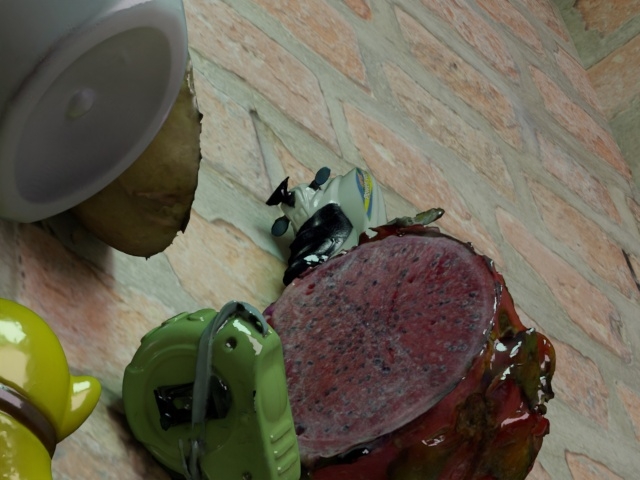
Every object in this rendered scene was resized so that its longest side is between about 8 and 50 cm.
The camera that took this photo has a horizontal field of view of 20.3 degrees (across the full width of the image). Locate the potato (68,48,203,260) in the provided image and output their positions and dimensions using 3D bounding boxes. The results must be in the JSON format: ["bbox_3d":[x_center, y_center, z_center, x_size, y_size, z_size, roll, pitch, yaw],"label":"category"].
[{"bbox_3d":[-0.205,-0.094,1.624,0.116,0.299,0.239,-10,90,-23],"label":"potato"}]

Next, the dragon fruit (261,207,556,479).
[{"bbox_3d":[0.084,0.175,1.767,0.296,0.314,0.263,44,-10,49],"label":"dragon fruit"}]

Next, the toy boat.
[{"bbox_3d":[0.005,0.006,1.991,0.141,0.141,0.269,39,25,-34],"label":"toy boat"}]

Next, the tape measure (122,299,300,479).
[{"bbox_3d":[-0.097,0.137,1.555,0.087,0.154,0.177,-24,110,-65],"label":"tape measure"}]

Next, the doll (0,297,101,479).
[{"bbox_3d":[-0.236,0.155,1.269,0.199,0.145,0.363,-26,70,-25],"label":"doll"}]

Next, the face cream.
[{"bbox_3d":[-0.280,-0.202,1.459,0.357,0.312,0.219,45,16,31],"label":"face cream"}]
